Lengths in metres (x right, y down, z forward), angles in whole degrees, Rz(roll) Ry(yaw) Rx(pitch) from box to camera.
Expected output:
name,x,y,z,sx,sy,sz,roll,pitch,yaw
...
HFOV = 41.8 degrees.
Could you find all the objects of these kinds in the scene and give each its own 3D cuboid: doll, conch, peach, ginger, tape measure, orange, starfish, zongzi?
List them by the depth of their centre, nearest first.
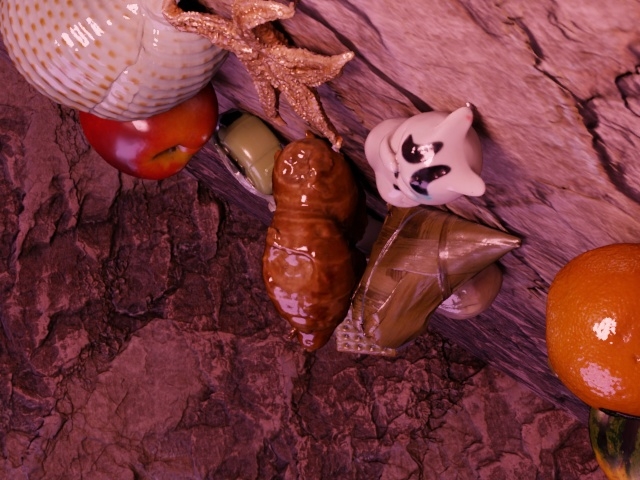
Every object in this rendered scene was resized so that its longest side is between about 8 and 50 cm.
name,x,y,z,sx,sy,sz,roll,pitch,yaw
orange,0.348,0.100,0.920,0.206,0.206,0.206,33,174,4
doll,0.118,-0.093,0.962,0.181,0.107,0.110,-155,45,-78
starfish,-0.050,-0.219,1.057,0.299,0.060,0.302,23,164,28
conch,-0.301,-0.279,1.217,0.319,0.215,0.303,29,-177,41
zongzi,0.178,0.077,1.329,0.125,0.251,0.274,18,-177,-39
peach,-0.299,-0.230,1.448,0.243,0.243,0.199,32,169,15
ginger,-0.003,0.010,1.458,0.152,0.357,0.274,0,167,17
tape measure,-0.132,-0.162,1.591,0.200,0.106,0.175,51,169,11

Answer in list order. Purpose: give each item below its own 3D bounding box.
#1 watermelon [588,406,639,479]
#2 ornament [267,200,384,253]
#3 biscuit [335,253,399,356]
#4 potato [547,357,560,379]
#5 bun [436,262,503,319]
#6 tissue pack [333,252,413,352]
name,x,y,z,sx,sy,sz,roll,pitch,yaw
watermelon,0.503,0.264,1.134,0.269,0.269,0.269,33,174,4
ornament,0.013,-0.052,1.723,0.285,0.120,0.130,33,169,-11
biscuit,0.092,0.135,1.744,0.139,0.231,0.016,3,-159,17
potato,0.521,0.252,1.687,0.105,0.085,0.188,1,158,35
bun,0.225,0.063,1.517,0.193,0.128,0.178,30,174,43
tissue pack,0.084,0.118,1.917,0.333,0.236,0.229,27,-164,39
